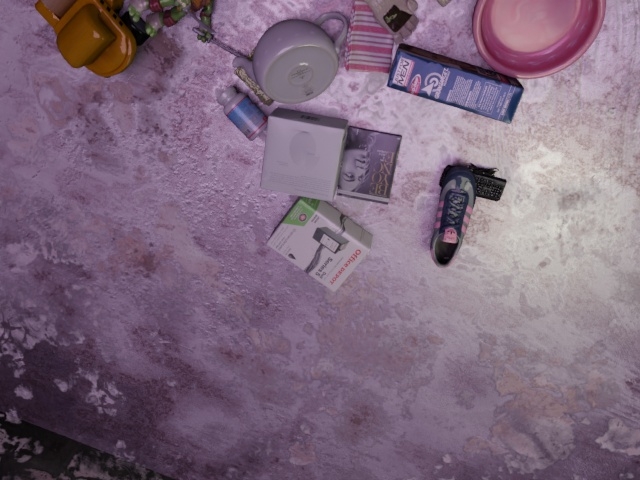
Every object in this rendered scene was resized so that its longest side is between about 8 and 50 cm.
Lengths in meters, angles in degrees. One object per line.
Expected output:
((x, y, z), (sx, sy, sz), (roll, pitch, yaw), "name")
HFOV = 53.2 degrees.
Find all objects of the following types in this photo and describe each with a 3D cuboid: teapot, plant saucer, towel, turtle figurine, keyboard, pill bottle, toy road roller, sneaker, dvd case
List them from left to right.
((-0.659, -0.613, 1.784), (0.202, 0.240, 0.329), (-36, 104, 20), "toy road roller")
((-0.378, -0.611, 1.769), (0.266, 0.198, 0.275), (-7, 108, 16), "turtle figurine")
((-0.231, -0.381, 1.905), (0.087, 0.087, 0.160), (-39, 103, 21), "pill bottle")
((-0.171, -0.482, 1.885), (0.110, 0.027, 0.148), (-41, 101, 21), "towel")
((-0.077, -0.521, 1.773), (0.256, 0.187, 0.252), (1, 143, -31), "teapot")
((0.147, -0.227, 1.953), (0.164, 0.018, 0.221), (11, 114, 3), "dvd case")
((0.144, -0.563, 1.766), (0.144, 0.029, 0.197), (-4, 117, -25), "towel")
((0.401, -0.060, 1.914), (0.112, 0.131, 0.319), (8, 121, 7), "sneaker")
((0.460, -0.179, 1.917), (0.192, 0.038, 0.100), (14, 114, 1), "keyboard")
((0.561, -0.590, 1.665), (0.332, 0.084, 0.332), (2, 130, 2), "plant saucer")

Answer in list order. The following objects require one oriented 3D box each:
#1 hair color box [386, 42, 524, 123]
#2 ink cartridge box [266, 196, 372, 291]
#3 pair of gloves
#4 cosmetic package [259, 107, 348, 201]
((0.363, -0.434, 1.746), (0.347, 0.174, 0.105), (17, 114, 1), "hair color box")
((0.000, 0.000, 2.020), (0.273, 0.115, 0.198), (35, 113, -7), "ink cartridge box")
((0.240, -0.664, 1.691), (0.240, 0.042, 0.204), (-37, 124, 12), "pair of gloves")
((-0.048, -0.257, 1.904), (0.224, 0.138, 0.225), (11, 113, 3), "cosmetic package")
